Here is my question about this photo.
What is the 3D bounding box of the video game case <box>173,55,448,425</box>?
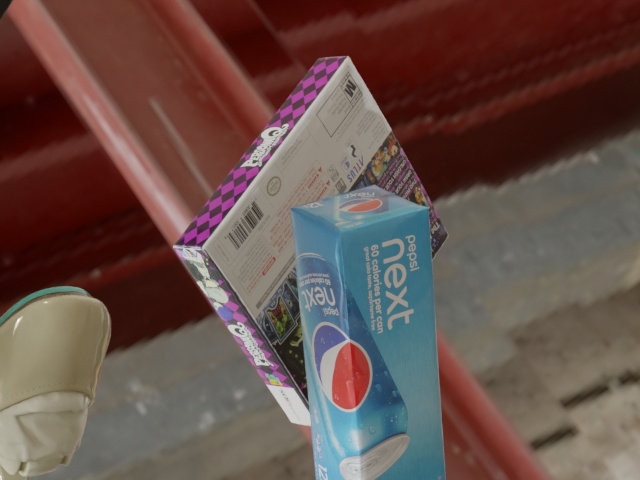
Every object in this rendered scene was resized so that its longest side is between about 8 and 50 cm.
[{"bbox_3d":[0.000,0.000,1.510,0.232,0.042,0.210,-55,-51,-31],"label":"video game case"}]

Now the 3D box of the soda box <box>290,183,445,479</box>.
[{"bbox_3d":[0.034,0.075,1.241,0.071,0.067,0.210,-16,-67,-27],"label":"soda box"}]

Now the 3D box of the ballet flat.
[{"bbox_3d":[-0.182,0.116,1.088,0.086,0.086,0.248,-16,-21,-36],"label":"ballet flat"}]

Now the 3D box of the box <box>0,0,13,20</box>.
[{"bbox_3d":[-0.400,-0.286,1.451,0.343,0.179,0.312,13,-61,-51],"label":"box"}]
